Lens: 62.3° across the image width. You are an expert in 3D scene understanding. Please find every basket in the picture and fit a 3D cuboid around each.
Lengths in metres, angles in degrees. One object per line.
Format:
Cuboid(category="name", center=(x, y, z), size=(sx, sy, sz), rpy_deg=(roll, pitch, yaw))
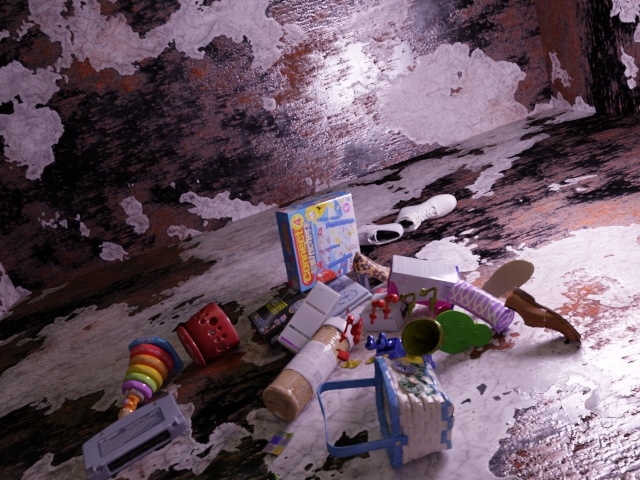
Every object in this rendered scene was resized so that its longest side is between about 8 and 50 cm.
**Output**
Cuboid(category="basket", center=(0.143, 0.389, 1.228), size=(0.289, 0.201, 0.255), rpy_deg=(-11, 19, -4))

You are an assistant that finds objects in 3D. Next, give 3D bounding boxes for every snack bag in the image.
Cuboid(category="snack bag", center=(-0.006, 0.249, 1.945), size=(0.342, 0.037, 0.323), rpy_deg=(-34, 18, -10))

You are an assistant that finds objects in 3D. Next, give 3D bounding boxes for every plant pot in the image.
Cuboid(category="plant pot", center=(-0.415, 0.344, 1.926), size=(0.174, 0.191, 0.191), rpy_deg=(-31, 22, -21))

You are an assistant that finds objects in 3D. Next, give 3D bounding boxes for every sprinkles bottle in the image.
Cuboid(category="sprinkles bottle", center=(-0.024, 0.371, 1.568), size=(0.121, 0.121, 0.355), rpy_deg=(-5, 24, 36))

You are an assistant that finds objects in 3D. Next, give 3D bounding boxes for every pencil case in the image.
Cuboid(category="pencil case", center=(0.471, 0.192, 1.571), size=(0.088, 0.086, 0.206), rpy_deg=(-34, 38, -23))

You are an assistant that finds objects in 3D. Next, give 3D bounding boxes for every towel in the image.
Cuboid(category="towel", center=(-0.112, 0.530, 1.385), size=(0.060, 0.009, 0.083), rpy_deg=(-5, 24, 39))

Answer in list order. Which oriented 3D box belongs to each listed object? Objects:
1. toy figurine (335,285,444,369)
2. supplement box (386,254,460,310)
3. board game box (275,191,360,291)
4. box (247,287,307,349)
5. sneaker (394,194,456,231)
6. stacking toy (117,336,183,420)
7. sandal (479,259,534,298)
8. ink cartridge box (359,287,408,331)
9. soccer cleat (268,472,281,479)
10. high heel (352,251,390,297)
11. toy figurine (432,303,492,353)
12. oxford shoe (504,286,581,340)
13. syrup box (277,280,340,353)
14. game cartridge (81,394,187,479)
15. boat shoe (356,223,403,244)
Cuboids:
Cuboid(category="toy figurine", center=(0.242, 0.274, 1.433), size=(0.362, 0.217, 0.191), rpy_deg=(-25, 44, 43))
Cuboid(category="supplement box", center=(0.335, 0.137, 1.737), size=(0.220, 0.111, 0.114), rpy_deg=(10, 31, 3))
Cuboid(category="board game box", center=(0.000, 0.000, 2.020), size=(0.302, 0.308, 0.086), rpy_deg=(-21, 19, -33))
Cuboid(category="box", center=(-0.137, 0.273, 1.930), size=(0.216, 0.060, 0.270), rpy_deg=(-35, 18, -12))
Cuboid(category="sneaker", center=(0.483, -0.114, 2.463), size=(0.293, 0.108, 0.169), rpy_deg=(-20, 18, 31))
Cuboid(category="stacking toy", center=(-0.618, 0.493, 1.820), size=(0.175, 0.165, 0.302), rpy_deg=(-9, 36, 18))
Cuboid(category="sandal", center=(0.568, 0.151, 1.679), size=(0.240, 0.079, 0.088), rpy_deg=(-38, 63, -4))
Cuboid(category="ink cartridge box", center=(0.227, 0.231, 1.785), size=(0.127, 0.072, 0.175), rpy_deg=(-7, 22, 33))
Cuboid(category="soccer cleat", center=(-0.104, 0.583, 1.159), size=(0.072, 0.060, 0.179), rpy_deg=(-23, 22, -5))
Cuboid(category="high heel", center=(0.250, 0.089, 1.979), size=(0.261, 0.186, 0.093), rpy_deg=(-24, 19, -12))
Cuboid(category="toy figurine", center=(0.398, 0.244, 1.558), size=(0.173, 0.130, 0.159), rpy_deg=(5, 12, 3))
Cuboid(category="oxford shoe", center=(0.596, 0.214, 1.432), size=(0.212, 0.076, 0.076), rpy_deg=(36, 82, 37))
Cuboid(category="syrup box", center=(-0.036, 0.261, 1.742), size=(0.237, 0.096, 0.093), rpy_deg=(-54, -13, -15))
Cuboid(category="game cartridge", center=(-0.563, 0.589, 1.602), size=(0.297, 0.062, 0.198), rpy_deg=(-27, 16, -21))
Cuboid(category="boat shoe", center=(0.250, -0.025, 2.440), size=(0.258, 0.095, 0.084), rpy_deg=(-14, 15, 18))
